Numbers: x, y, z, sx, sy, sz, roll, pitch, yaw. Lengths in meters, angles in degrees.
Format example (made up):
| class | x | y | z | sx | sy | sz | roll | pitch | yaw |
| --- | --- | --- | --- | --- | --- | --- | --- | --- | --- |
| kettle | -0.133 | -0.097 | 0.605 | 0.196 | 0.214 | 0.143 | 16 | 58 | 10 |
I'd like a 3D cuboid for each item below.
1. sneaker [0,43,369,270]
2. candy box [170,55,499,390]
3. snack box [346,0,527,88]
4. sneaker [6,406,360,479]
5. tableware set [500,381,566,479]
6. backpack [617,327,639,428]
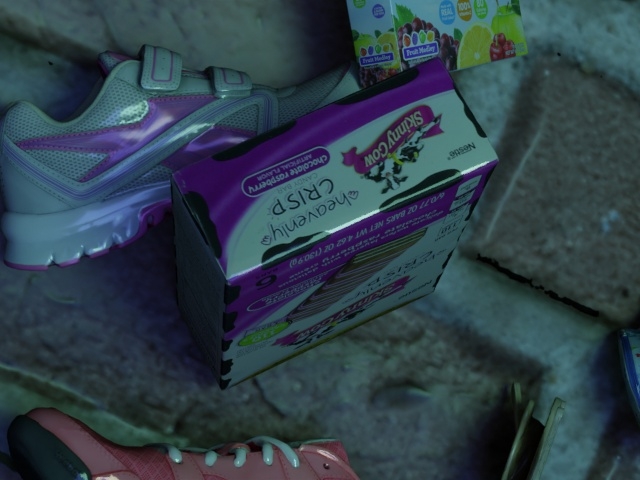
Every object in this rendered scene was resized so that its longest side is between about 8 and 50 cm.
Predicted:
| class | x | y | z | sx | sy | sz | roll | pitch | yaw |
| --- | --- | --- | --- | --- | --- | --- | --- | --- | --- |
| sneaker | -0.084 | -0.070 | 0.910 | 0.252 | 0.103 | 0.111 | -21 | 98 | -16 |
| candy box | 0.000 | 0.000 | 0.869 | 0.159 | 0.233 | 0.071 | -25 | 75 | -11 |
| snack box | 0.072 | -0.155 | 0.944 | 0.141 | 0.037 | 0.100 | -19 | 100 | -49 |
| sneaker | -0.051 | 0.167 | 0.949 | 0.314 | 0.116 | 0.136 | 36 | 75 | -22 |
| tableware set | 0.110 | 0.189 | 0.983 | 0.039 | 0.128 | 0.194 | 20 | 89 | 11 |
| backpack | 0.248 | 0.098 | 1.008 | 0.084 | 0.114 | 0.105 | -19 | 101 | 7 |
